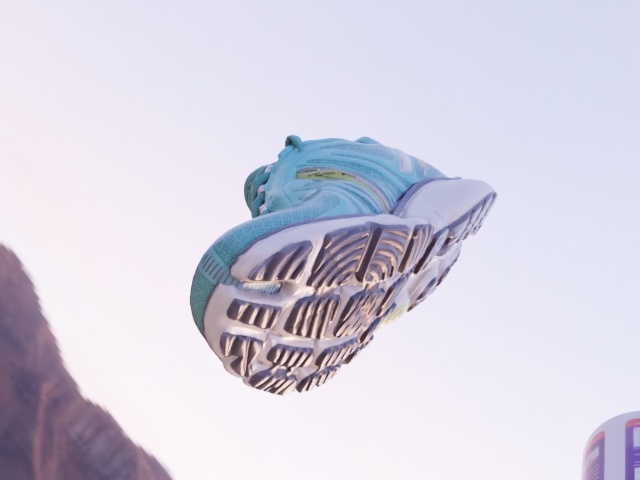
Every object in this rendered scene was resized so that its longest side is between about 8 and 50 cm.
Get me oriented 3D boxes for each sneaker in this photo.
[{"bbox_3d":[0.000,0.000,0.625,0.110,0.107,0.275,35,21,13],"label":"sneaker"}]

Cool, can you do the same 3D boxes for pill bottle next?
[{"bbox_3d":[0.253,0.230,0.901,0.108,0.193,0.108,7,-58,11],"label":"pill bottle"}]
